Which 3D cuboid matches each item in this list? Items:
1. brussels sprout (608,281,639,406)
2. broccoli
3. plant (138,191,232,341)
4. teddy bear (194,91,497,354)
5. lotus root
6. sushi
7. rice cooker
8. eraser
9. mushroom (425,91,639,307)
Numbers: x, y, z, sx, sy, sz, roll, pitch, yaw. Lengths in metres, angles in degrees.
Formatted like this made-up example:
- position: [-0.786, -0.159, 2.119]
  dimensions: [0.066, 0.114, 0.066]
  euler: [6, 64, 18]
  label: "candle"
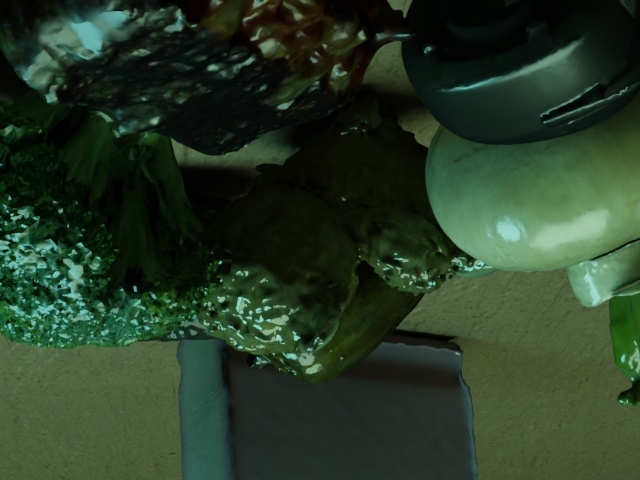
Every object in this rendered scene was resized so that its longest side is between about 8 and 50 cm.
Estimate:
- position: [0.466, 0.032, 1.670]
  dimensions: [0.361, 0.342, 0.425]
  euler: [-29, 171, 29]
  label: "brussels sprout"
- position: [-0.193, -0.033, 1.510]
  dimensions: [0.269, 0.242, 0.261]
  euler: [23, 175, -4]
  label: "broccoli"
- position: [-0.196, 0.021, 1.815]
  dimensions: [0.274, 0.149, 0.146]
  euler: [4, -173, -3]
  label: "plant"
- position: [0.000, 0.000, 1.634]
  dimensions: [0.267, 0.256, 0.156]
  euler: [15, 144, 42]
  label: "teddy bear"
- position: [0.029, 0.033, 1.807]
  dimensions: [0.124, 0.241, 0.123]
  euler: [31, 156, 27]
  label: "lotus root"
- position: [-0.088, -0.177, 1.205]
  dimensions: [0.182, 0.196, 0.343]
  euler: [-30, 159, 16]
  label: "sushi"
- position: [0.154, -0.148, 1.382]
  dimensions: [0.203, 0.142, 0.118]
  euler: [-18, 146, 27]
  label: "rice cooker"
- position: [0.012, 0.240, 2.313]
  dimensions: [0.359, 0.272, 0.122]
  euler: [7, 158, -33]
  label: "eraser"
- position: [0.205, -0.050, 1.519]
  dimensions: [0.246, 0.202, 0.246]
  euler: [-17, -168, 4]
  label: "mushroom"
